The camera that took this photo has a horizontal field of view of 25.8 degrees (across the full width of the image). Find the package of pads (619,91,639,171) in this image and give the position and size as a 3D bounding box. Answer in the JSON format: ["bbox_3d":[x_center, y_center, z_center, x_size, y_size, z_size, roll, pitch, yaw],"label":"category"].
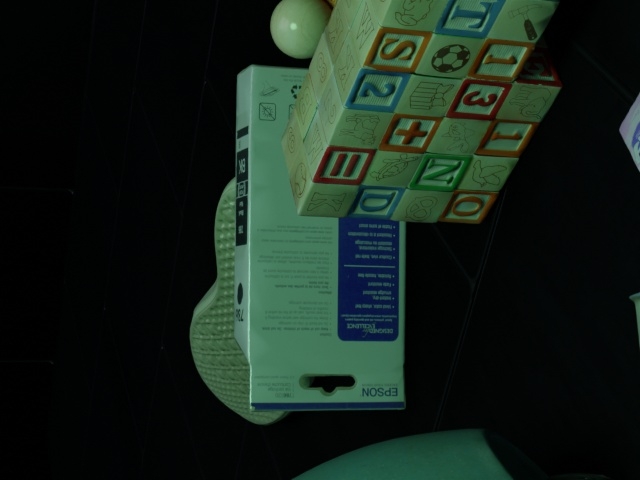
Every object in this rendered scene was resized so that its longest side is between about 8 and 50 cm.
[{"bbox_3d":[0.228,-0.062,0.913,0.050,0.032,0.083,107,156,-45],"label":"package of pads"}]

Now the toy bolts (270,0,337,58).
[{"bbox_3d":[-0.004,-0.296,1.272,0.228,0.158,0.218,48,140,8],"label":"toy bolts"}]

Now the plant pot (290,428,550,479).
[{"bbox_3d":[0.094,0.248,0.984,0.195,0.290,0.290,-45,31,8],"label":"plant pot"}]

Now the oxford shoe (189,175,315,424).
[{"bbox_3d":[-0.050,0.062,1.594,0.130,0.169,0.449,-48,-19,-37],"label":"oxford shoe"}]

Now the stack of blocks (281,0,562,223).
[{"bbox_3d":[0.095,-0.142,1.093,0.297,0.171,0.087,114,151,-47],"label":"stack of blocks"}]

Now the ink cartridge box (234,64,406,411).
[{"bbox_3d":[0.000,0.000,1.368,0.065,0.165,0.332,167,105,-70],"label":"ink cartridge box"}]

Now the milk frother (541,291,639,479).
[{"bbox_3d":[0.195,0.099,0.826,0.129,0.143,0.134,140,127,-75],"label":"milk frother"}]
